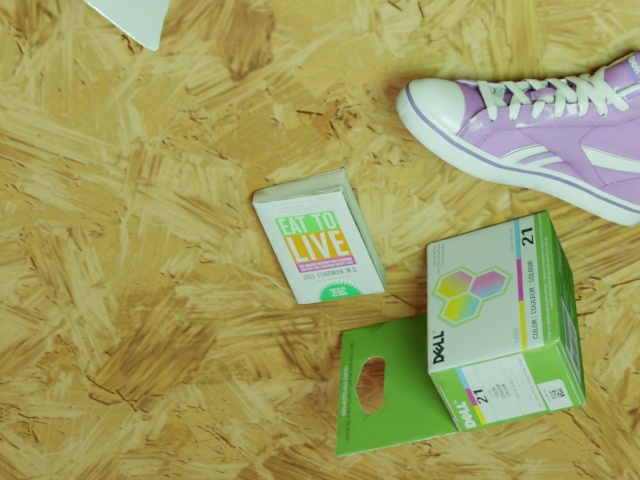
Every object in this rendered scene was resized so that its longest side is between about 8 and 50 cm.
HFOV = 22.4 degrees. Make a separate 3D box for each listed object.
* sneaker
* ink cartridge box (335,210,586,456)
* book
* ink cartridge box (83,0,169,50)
[{"bbox_3d":[0.216,-0.127,1.467,0.282,0.102,0.161,15,127,-23],"label":"sneaker"},{"bbox_3d":[0.121,0.095,1.593,0.255,0.189,0.097,-15,129,16],"label":"ink cartridge box"},{"bbox_3d":[0.000,0.000,1.626,0.096,0.035,0.144,-10,130,17],"label":"book"},{"bbox_3d":[-0.211,-0.332,1.237,0.119,0.207,0.353,-35,121,30],"label":"ink cartridge box"}]
